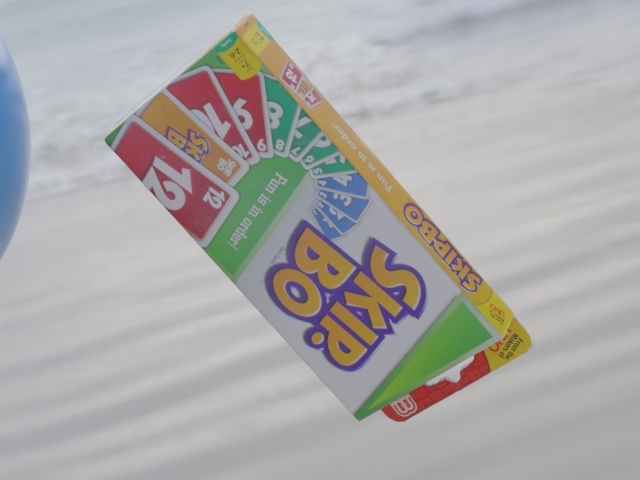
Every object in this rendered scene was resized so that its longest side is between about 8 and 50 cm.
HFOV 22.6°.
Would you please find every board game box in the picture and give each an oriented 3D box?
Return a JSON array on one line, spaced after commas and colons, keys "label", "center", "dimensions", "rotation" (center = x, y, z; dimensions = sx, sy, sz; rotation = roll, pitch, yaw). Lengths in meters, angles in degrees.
[{"label": "board game box", "center": [0.000, 0.000, 0.947], "dimensions": [0.124, 0.259, 0.039], "rotation": [-35, 15, 36]}]

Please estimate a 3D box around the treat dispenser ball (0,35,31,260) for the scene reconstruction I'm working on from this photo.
[{"label": "treat dispenser ball", "center": [-0.326, -0.059, 0.997], "dimensions": [0.288, 0.288, 0.288], "rotation": [-12, 12, 3]}]
